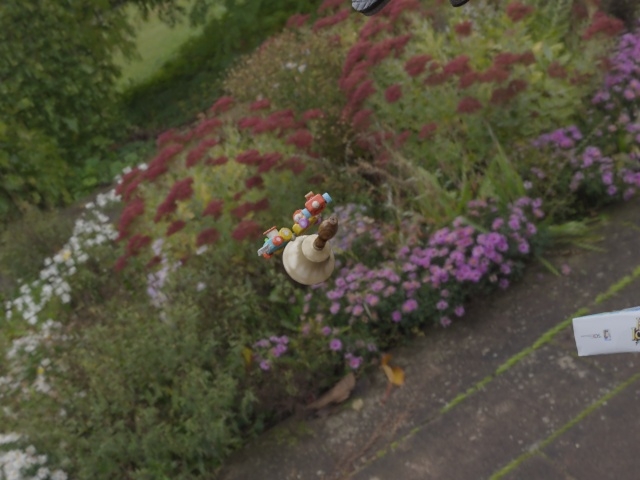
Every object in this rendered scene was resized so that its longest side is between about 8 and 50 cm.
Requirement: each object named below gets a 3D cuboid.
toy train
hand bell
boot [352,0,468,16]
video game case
[{"bbox_3d":[-0.054,-0.034,1.463,0.166,0.046,0.125,-37,-12,0],"label":"toy train"},{"bbox_3d":[0.000,0.000,1.766,0.126,0.126,0.242,-39,-9,-25],"label":"hand bell"},{"bbox_3d":[0.244,-0.571,1.720,0.338,0.223,0.118,-46,43,9],"label":"boot"},{"bbox_3d":[0.524,0.102,1.064,0.270,0.061,0.244,-6,-9,-19],"label":"video game case"}]
